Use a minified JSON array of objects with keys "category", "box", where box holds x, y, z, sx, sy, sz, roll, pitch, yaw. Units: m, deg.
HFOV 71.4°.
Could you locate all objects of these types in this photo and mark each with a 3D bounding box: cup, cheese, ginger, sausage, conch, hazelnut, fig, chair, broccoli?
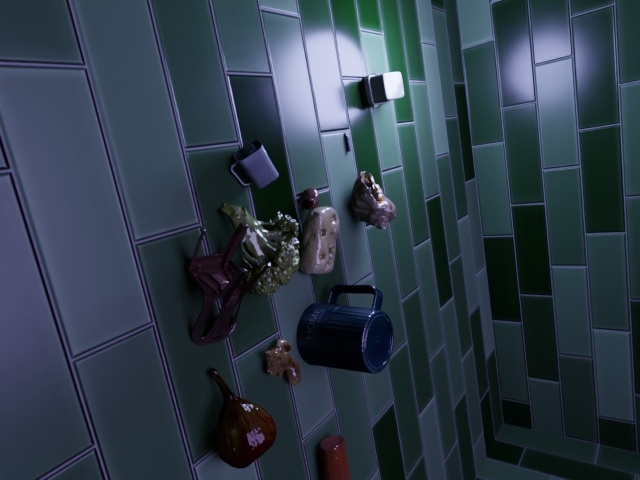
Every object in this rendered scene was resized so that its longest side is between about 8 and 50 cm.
[{"category":"cup","box":[-0.220,-0.239,1.443,0.128,0.095,0.129,-35,125,-5]},{"category":"cheese","box":[0.002,0.000,1.703,0.159,0.092,0.263,4,92,-56]},{"category":"ginger","box":[-0.133,0.438,1.558,0.133,0.058,0.214,-49,127,-51]},{"category":"sausage","box":[0.060,0.907,1.741,0.113,0.113,0.260,-14,98,-51]},{"category":"conch","box":[0.208,-0.162,1.943,0.210,0.159,0.291,17,37,-42]},{"category":"hazelnut","box":[-0.038,-0.157,1.683,0.086,0.086,0.087,3,86,-52]},{"category":"fig","box":[-0.266,0.538,1.314,0.290,0.190,0.191,50,50,-17]},{"category":"chair","box":[-0.298,0.133,1.314,0.175,0.183,0.327,-10,141,-52]},{"category":"broccoli","box":[-0.155,0.011,1.440,0.254,0.186,0.303,-21,111,-41]},{"category":"cup","box":[0.112,0.343,1.681,0.308,0.292,0.242,-52,127,-38]}]

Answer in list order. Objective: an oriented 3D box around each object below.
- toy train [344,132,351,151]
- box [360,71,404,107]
[{"category":"toy train","box":[0.118,-0.429,1.940,0.017,0.017,0.083,-24,107,-51]},{"category":"box","box":[0.292,-0.709,2.081,0.210,0.129,0.148,-31,113,-49]}]
